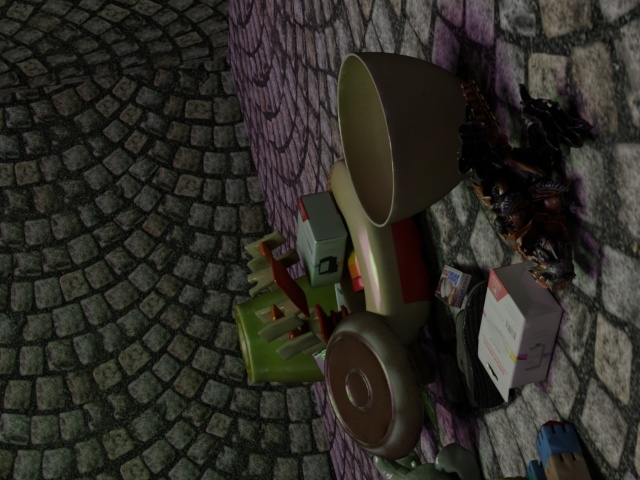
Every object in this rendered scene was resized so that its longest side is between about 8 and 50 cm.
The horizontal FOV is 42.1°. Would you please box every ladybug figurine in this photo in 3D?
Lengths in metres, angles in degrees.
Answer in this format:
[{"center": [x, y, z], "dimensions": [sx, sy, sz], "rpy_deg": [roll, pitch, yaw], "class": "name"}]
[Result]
[{"center": [0.128, 0.025, 1.790], "dimensions": [0.305, 0.162, 0.449], "rpy_deg": [149, 109, -77], "class": "ladybug figurine"}]

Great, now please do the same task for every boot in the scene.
[{"center": [0.270, 0.160, 1.470], "dimensions": [0.161, 0.083, 0.247], "rpy_deg": [-110, 15, -66], "class": "boot"}]

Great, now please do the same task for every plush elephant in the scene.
[{"center": [0.203, 0.543, 1.736], "dimensions": [0.330, 0.272, 0.255], "rpy_deg": [22, 142, 42], "class": "plush elephant"}]

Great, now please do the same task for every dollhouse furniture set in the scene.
[{"center": [-0.042, 0.135, 1.848], "dimensions": [0.259, 0.135, 0.262], "rpy_deg": [51, -163, -42], "class": "dollhouse furniture set"}]

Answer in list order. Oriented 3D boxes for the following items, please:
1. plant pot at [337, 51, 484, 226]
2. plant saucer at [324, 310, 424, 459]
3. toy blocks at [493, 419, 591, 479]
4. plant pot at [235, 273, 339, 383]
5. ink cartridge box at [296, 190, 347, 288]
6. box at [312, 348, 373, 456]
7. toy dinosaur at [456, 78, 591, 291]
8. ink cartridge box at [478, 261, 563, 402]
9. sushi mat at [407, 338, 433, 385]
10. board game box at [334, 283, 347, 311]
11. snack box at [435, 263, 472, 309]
[{"center": [0.159, -0.181, 1.371], "dimensions": [0.284, 0.191, 0.284], "rpy_deg": [168, 90, -78], "class": "plant pot"}, {"center": [0.092, 0.298, 1.686], "dimensions": [0.310, 0.050, 0.311], "rpy_deg": [23, 117, 54], "class": "plant saucer"}, {"center": [0.340, 0.455, 1.265], "dimensions": [0.261, 0.190, 0.381], "rpy_deg": [-97, 6, -47], "class": "toy blocks"}, {"center": [-0.060, 0.271, 2.456], "dimensions": [0.366, 0.353, 0.366], "rpy_deg": [168, 90, -78], "class": "plant pot"}, {"center": [0.000, 0.000, 1.784], "dimensions": [0.175, 0.072, 0.127], "rpy_deg": [95, 159, -53], "class": "ink cartridge box"}, {"center": [0.114, 0.358, 1.989], "dimensions": [0.270, 0.060, 0.216], "rpy_deg": [60, -156, 12], "class": "box"}, {"center": [0.256, -0.089, 1.144], "dimensions": [0.322, 0.164, 0.218], "rpy_deg": [47, 171, 27], "class": "toy dinosaur"}, {"center": [0.307, 0.146, 1.299], "dimensions": [0.115, 0.067, 0.198], "rpy_deg": [-114, 18, -47], "class": "ink cartridge box"}, {"center": [0.146, 0.199, 1.916], "dimensions": [0.019, 0.151, 0.316], "rpy_deg": [-54, 44, 46], "class": "sushi mat"}, {"center": [0.077, 0.063, 2.120], "dimensions": [0.224, 0.097, 0.303], "rpy_deg": [-87, -14, -81], "class": "board game box"}, {"center": [0.241, 0.083, 1.514], "dimensions": [0.178, 0.022, 0.064], "rpy_deg": [-109, 38, -87], "class": "snack box"}]
